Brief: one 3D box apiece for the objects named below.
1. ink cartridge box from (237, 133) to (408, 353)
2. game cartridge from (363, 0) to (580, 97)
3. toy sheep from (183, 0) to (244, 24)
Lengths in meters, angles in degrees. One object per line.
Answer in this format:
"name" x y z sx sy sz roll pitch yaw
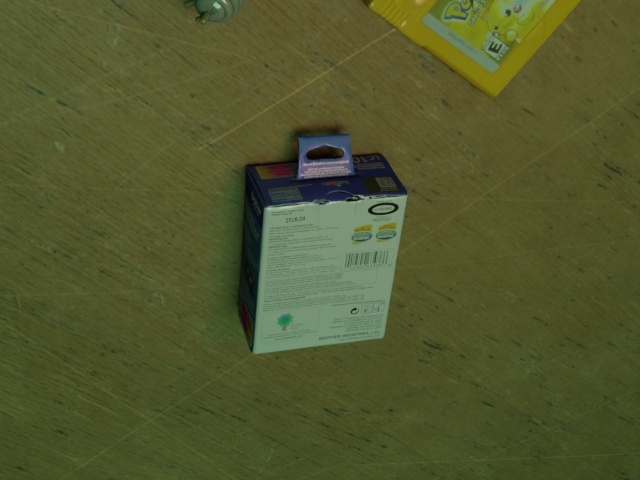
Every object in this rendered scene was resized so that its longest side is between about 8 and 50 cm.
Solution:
"ink cartridge box" 0.000 0.000 2.074 0.270 0.151 0.395 -6 128 -17
"game cartridge" 0.276 -0.428 1.930 0.324 0.052 0.285 28 111 -35
"toy sheep" -0.161 -0.379 1.763 0.091 0.132 0.091 13 149 8
